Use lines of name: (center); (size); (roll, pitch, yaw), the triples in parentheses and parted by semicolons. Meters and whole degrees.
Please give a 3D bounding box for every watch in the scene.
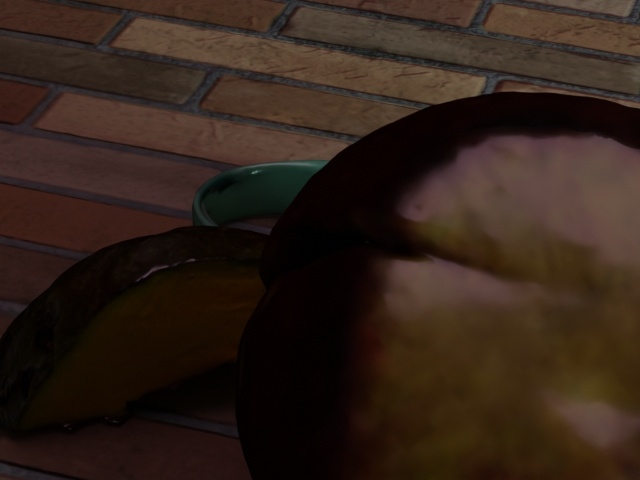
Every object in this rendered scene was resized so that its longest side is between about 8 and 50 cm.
watch: (0.000, 0.000, 1.669); (0.195, 0.068, 0.237); (-22, 38, -36)

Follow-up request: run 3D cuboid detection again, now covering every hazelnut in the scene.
hazelnut: (0.161, 0.110, 1.228); (0.429, 0.402, 0.402); (0, 30, 2)

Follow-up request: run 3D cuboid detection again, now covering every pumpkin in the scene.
pumpkin: (-0.109, 0.034, 1.523); (0.312, 0.148, 0.169); (-4, 35, -21)
